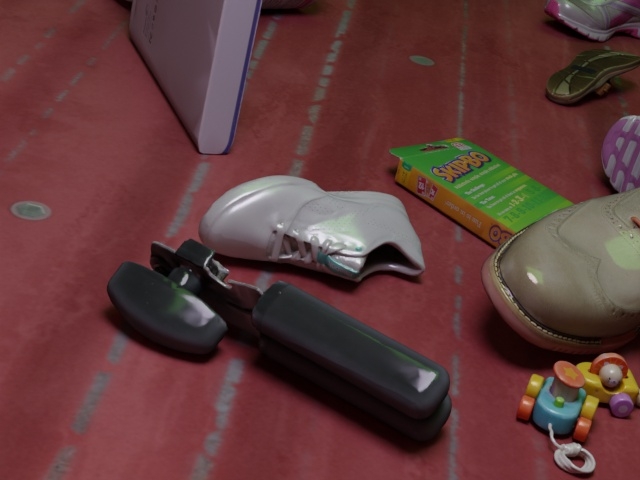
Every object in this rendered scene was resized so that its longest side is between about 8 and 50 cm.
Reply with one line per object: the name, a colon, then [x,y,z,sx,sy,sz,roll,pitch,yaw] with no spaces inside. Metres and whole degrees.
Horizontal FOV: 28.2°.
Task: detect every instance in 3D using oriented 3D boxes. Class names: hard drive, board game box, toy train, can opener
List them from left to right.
hard drive: [-0.143,-0.260,1.399,0.040,0.210,0.319,1,30,-24]
can opener: [-0.032,0.080,0.982,0.280,0.074,0.093,23,63,21]
board game box: [0.193,-0.035,1.320,0.124,0.039,0.259,-12,39,-41]
toy train: [0.239,0.130,1.013,0.166,0.046,0.125,-5,32,-32]

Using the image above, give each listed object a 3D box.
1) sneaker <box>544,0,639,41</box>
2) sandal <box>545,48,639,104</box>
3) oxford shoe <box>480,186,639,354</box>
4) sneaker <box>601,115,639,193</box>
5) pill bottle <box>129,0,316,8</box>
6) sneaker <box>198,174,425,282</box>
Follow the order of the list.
sneaker: [0.459,-0.384,2.016,0.252,0.111,0.103,-8,34,-35]
sandal: [0.368,-0.218,1.740,0.072,0.049,0.180,27,44,35]
oxford shoe: [0.302,-0.007,1.159,0.397,0.146,0.140,-17,65,-43]
sneaker: [0.425,-0.061,1.423,0.236,0.095,0.104,36,28,28]
pill bottle: [-0.134,-0.389,1.706,0.283,0.160,0.160,-8,34,-37]
sneaker: [0.000,0.000,1.131,0.212,0.080,0.094,0,42,-27]
